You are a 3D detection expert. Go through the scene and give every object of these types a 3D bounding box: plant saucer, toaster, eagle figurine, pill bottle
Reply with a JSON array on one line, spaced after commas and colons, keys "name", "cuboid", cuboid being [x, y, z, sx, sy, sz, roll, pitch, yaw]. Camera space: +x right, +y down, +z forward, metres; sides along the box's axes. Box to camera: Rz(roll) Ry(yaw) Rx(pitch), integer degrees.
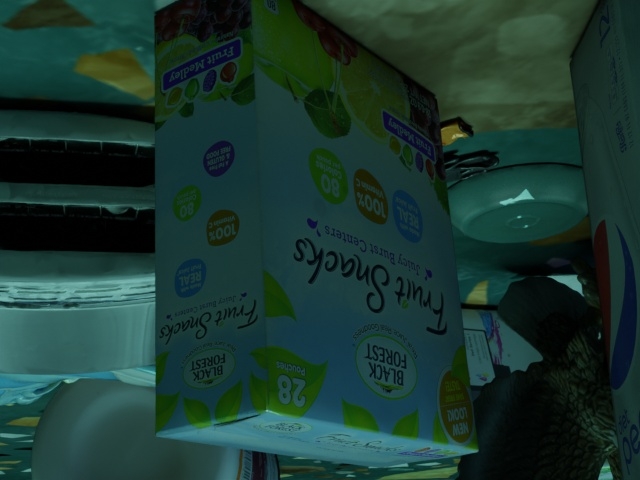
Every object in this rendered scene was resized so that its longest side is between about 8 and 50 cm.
[{"name": "plant saucer", "cuboid": [0.146, -0.022, 0.746, 0.119, 0.021, 0.119, -2, 160, -1]}, {"name": "toaster", "cuboid": [-0.153, 0.004, 0.619, 0.226, 0.129, 0.146, 3, 157, -12]}, {"name": "eagle figurine", "cuboid": [0.229, 0.170, 0.830, 0.226, 0.298, 0.225, 11, -169, 22]}, {"name": "pill bottle", "cuboid": [-0.171, 0.280, 1.239, 0.224, 0.224, 0.392, -5, 160, 6]}]

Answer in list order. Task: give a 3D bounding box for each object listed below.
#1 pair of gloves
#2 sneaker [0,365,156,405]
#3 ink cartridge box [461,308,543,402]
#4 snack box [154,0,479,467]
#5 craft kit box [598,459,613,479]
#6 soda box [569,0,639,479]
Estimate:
[{"name": "pair of gloves", "cuboid": [0.072, -0.052, 0.667, 0.074, 0.010, 0.083, -13, 159, 25]}, {"name": "sneaker", "cuboid": [-0.176, 0.066, 0.797, 0.318, 0.127, 0.208, 10, 156, -7]}, {"name": "ink cartridge box", "cuboid": [0.131, 0.152, 1.083, 0.278, 0.117, 0.201, 4, 159, -20]}, {"name": "snack box", "cuboid": [0.000, 0.000, 0.511, 0.070, 0.207, 0.174, -16, 157, 33]}, {"name": "craft kit box", "cuboid": [0.369, 0.214, 1.057, 0.249, 0.061, 0.247, -8, 162, 8]}, {"name": "soda box", "cuboid": [0.186, 0.020, 0.477, 0.098, 0.286, 0.091, -2, 162, -1]}]
